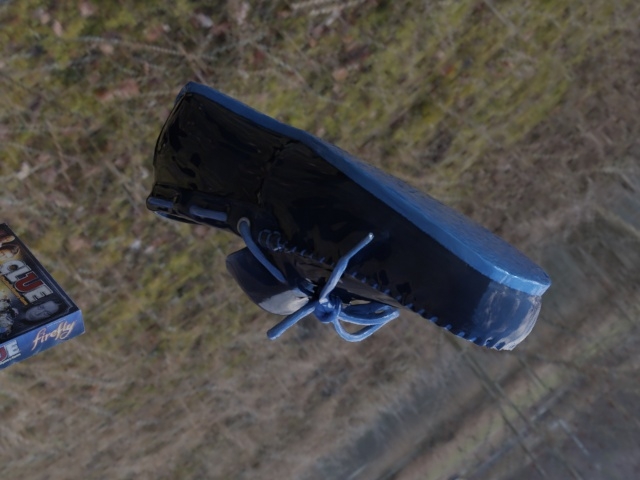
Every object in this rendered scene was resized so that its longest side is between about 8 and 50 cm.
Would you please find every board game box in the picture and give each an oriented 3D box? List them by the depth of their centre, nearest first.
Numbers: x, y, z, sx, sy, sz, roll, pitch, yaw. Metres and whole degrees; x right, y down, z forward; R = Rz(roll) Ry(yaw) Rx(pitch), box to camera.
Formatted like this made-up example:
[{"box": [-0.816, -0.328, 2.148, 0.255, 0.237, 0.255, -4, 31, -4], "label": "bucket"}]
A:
[{"box": [-0.442, 0.076, 1.255, 0.165, 0.243, 0.042, -25, 133, -30], "label": "board game box"}]

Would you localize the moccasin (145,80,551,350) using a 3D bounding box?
[{"box": [0.000, 0.000, 0.609, 0.138, 0.342, 0.117, 23, 96, -38], "label": "moccasin"}]
